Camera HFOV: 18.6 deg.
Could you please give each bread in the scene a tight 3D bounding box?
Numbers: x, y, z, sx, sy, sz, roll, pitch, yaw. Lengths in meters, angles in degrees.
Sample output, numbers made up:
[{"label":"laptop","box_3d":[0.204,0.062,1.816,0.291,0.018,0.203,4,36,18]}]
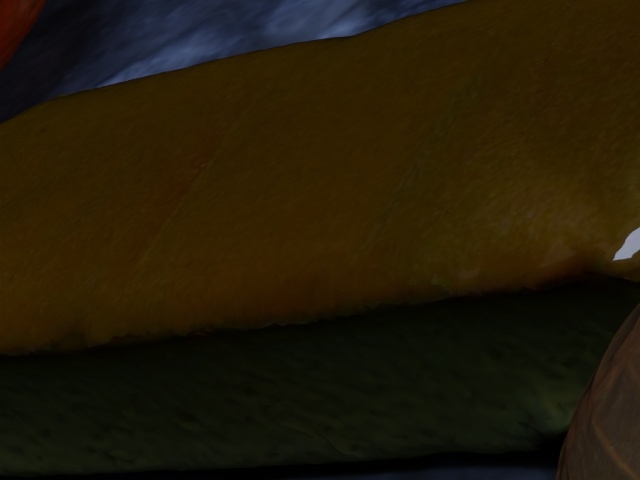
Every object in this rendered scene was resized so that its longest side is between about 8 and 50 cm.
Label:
[{"label":"bread","box_3d":[0.000,0.000,0.577,0.361,0.077,0.138,-8,36,38]}]

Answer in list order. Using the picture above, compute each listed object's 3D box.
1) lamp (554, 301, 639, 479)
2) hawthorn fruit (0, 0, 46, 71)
[{"label":"lamp","box_3d":[0.106,0.050,0.325,0.136,0.136,0.136,-25,28,14]},{"label":"hawthorn fruit","box_3d":[-0.245,-0.131,0.899,0.242,0.242,0.272,-22,39,18]}]
